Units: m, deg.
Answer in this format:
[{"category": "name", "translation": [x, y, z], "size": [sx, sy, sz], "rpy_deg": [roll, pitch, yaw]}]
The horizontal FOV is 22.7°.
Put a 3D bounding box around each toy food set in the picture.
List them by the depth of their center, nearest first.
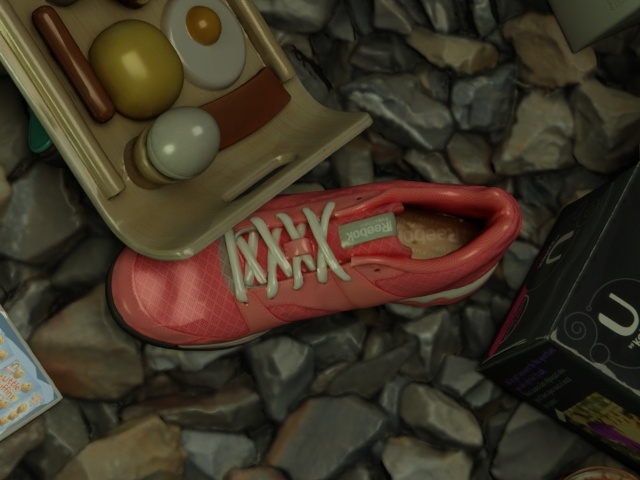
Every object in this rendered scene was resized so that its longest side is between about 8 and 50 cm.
[{"category": "toy food set", "translation": [-0.112, -0.163, 1.128], "size": [0.220, 0.092, 0.306], "rpy_deg": [-39, 102, -38]}]

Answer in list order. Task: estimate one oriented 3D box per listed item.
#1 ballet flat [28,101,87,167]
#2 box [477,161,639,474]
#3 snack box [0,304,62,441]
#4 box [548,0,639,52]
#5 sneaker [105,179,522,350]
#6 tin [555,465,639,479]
[{"category": "ballet flat", "translation": [-0.176, -0.146, 1.180], "size": [0.074, 0.074, 0.203], "rpy_deg": [4, 71, -15]}, {"category": "box", "translation": [0.286, 0.092, 1.209], "size": [0.270, 0.143, 0.165], "rpy_deg": [34, 70, -7]}, {"category": "snack box", "translation": [-0.259, 0.057, 1.131], "size": [0.064, 0.022, 0.178], "rpy_deg": [-34, 88, -20]}, {"category": "box", "translation": [0.265, -0.233, 1.259], "size": [0.130, 0.170, 0.091], "rpy_deg": [-25, 87, -19]}, {"category": "sneaker", "translation": [0.000, -0.001, 1.155], "size": [0.314, 0.136, 0.116], "rpy_deg": [-10, 80, -17]}, {"category": "tin", "translation": [0.241, 0.255, 1.220], "size": [0.190, 0.040, 0.106], "rpy_deg": [44, 67, -3]}]
